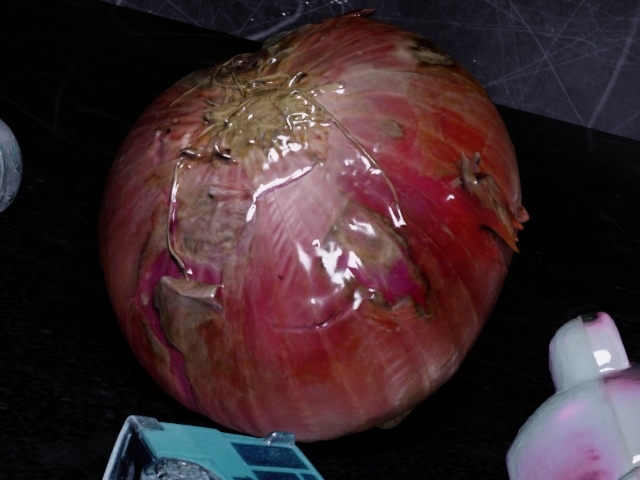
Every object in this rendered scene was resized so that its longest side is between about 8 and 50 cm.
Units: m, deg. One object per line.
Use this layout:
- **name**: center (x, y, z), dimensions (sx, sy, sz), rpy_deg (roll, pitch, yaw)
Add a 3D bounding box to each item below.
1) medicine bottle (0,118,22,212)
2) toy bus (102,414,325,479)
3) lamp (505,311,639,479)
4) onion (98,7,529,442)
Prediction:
- **medicine bottle**: center (-0.383, -0.055, 1.664), dimensions (0.141, 0.141, 0.293), rpy_deg (24, 18, 26)
- **toy bus**: center (-0.035, 0.210, 1.109), dimensions (0.147, 0.128, 0.256), rpy_deg (9, 19, -28)
- **lamp**: center (0.202, 0.215, 1.237), dimensions (0.247, 0.247, 0.301), rpy_deg (-23, 28, 7)
- **onion**: center (-0.003, -0.011, 1.525), dimensions (0.354, 0.353, 0.353), rpy_deg (14, 15, -4)
